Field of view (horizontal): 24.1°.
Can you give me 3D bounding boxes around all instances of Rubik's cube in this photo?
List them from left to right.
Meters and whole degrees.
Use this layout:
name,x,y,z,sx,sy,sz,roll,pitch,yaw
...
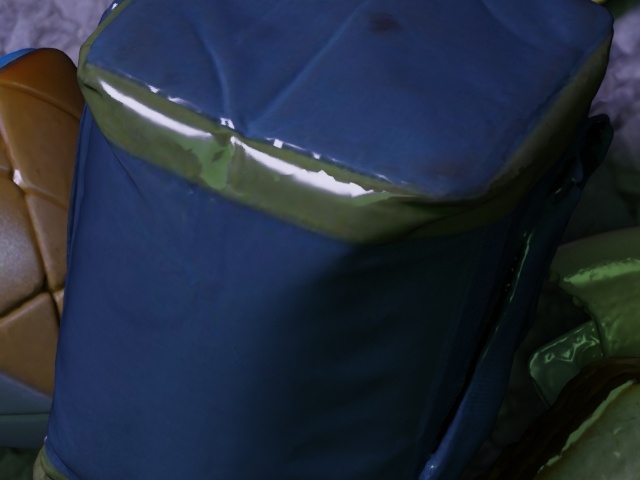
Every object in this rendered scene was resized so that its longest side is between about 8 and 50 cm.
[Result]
name,x,y,z,sx,sy,sz,roll,pitch,yaw
Rubik's cube,-0.195,0.055,0.855,0.255,0.254,0.254,-1,88,15

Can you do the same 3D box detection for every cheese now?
name,x,y,z,sx,sy,sz,roll,pitch,yaw
cheese,0.211,0.028,0.778,0.235,0.050,0.127,-28,89,5

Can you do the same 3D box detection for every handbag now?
name,x,y,z,sx,sy,sz,roll,pitch,yaw
handbag,0.000,0.000,0.697,0.222,0.263,0.241,20,127,12

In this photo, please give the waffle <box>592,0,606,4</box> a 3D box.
name,x,y,z,sx,sy,sz,roll,pitch,yaw
waffle,0.028,-0.201,0.832,0.329,0.062,0.329,-1,88,16

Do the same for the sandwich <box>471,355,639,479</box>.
name,x,y,z,sx,sy,sz,roll,pitch,yaw
sandwich,0.168,0.178,0.743,0.215,0.065,0.186,39,99,-8
